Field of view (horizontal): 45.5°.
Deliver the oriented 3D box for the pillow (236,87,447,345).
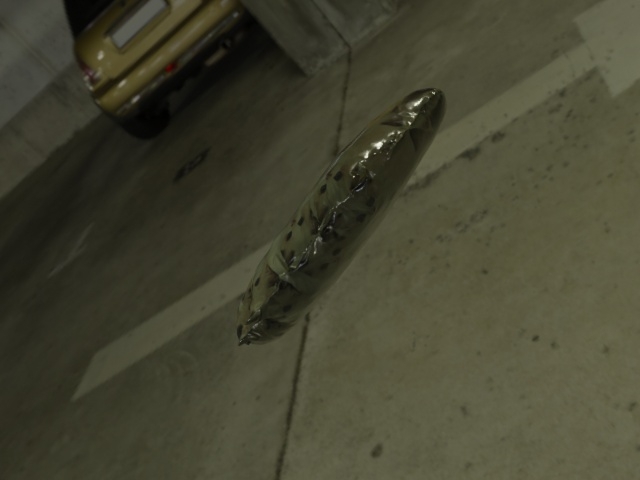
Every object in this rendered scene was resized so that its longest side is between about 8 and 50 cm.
[{"bbox_3d":[0.000,-0.001,0.502,0.241,0.051,0.093,-52,-3,28],"label":"pillow"}]
